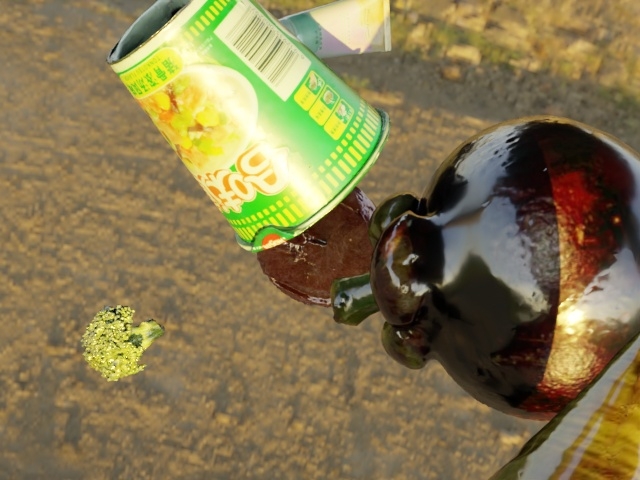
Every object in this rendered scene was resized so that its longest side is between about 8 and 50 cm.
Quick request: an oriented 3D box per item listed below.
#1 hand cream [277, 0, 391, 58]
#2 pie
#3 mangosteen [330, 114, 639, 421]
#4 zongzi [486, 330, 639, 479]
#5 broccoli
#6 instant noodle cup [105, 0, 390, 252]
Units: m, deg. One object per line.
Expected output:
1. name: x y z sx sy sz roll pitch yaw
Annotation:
1. hand cream: 0.008 -0.237 1.262 0.174 0.076 0.047 -17 26 -30
2. pie: 0.000 0.000 1.350 0.182 0.182 0.049 21 36 8
3. mangosteen: 0.192 0.022 1.054 0.313 0.297 0.297 12 31 -28
4. zongzi: 0.082 0.248 0.821 0.208 0.432 0.403 18 -11 -31
5. broccoli: -0.219 0.108 1.236 0.092 0.097 0.095 -32 21 -24
6. instant noodle cup: -0.079 -0.138 1.101 0.233 0.207 0.207 48 24 -23
